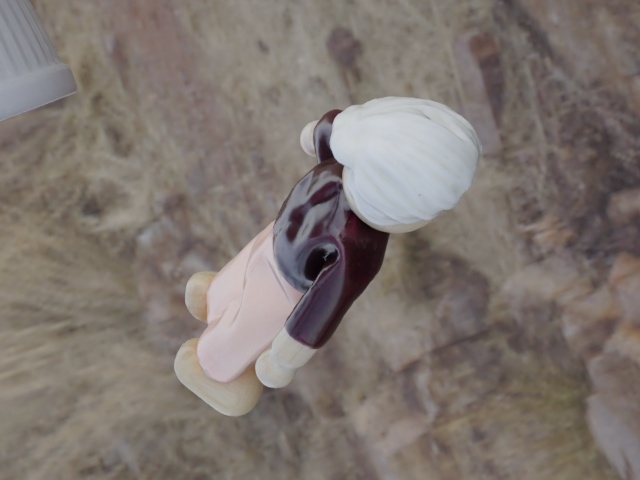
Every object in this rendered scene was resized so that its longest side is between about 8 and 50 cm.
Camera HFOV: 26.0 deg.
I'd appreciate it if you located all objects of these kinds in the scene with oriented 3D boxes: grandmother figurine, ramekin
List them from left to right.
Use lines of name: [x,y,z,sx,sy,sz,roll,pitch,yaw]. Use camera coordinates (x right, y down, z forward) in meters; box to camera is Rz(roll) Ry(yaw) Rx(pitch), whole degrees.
ramekin: [-0.286,-0.118,0.973,0.207,0.207,0.109,3,115,67]
grandmother figurine: [0.000,0.000,0.966,0.342,0.104,0.207,-42,45,54]
